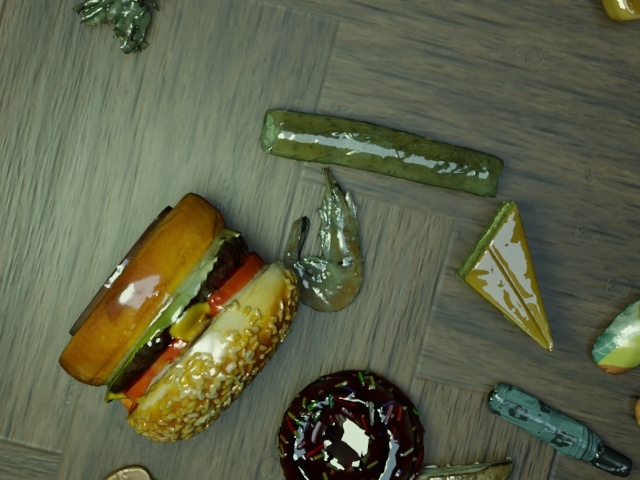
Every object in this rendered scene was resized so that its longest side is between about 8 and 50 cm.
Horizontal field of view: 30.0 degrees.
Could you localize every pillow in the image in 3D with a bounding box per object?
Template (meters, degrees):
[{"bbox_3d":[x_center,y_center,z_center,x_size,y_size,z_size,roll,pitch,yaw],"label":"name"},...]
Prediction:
[{"bbox_3d":[0.555,0.189,1.847,0.214,0.086,0.233,-33,97,10],"label":"pillow"}]

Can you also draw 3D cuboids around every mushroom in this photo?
[{"bbox_3d":[0.199,0.389,1.837,0.209,0.072,0.094,-4,99,-3],"label":"mushroom"}]

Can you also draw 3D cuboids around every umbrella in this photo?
[{"bbox_3d":[0.372,0.295,1.853,0.250,0.052,0.053,28,57,-3],"label":"umbrella"}]

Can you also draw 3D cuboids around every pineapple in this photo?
[{"bbox_3d":[-0.221,-0.443,1.738,0.175,0.175,0.361,27,100,-4],"label":"pineapple"}]

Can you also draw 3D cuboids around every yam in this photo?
[{"bbox_3d":[0.094,-0.134,1.804,0.371,0.083,0.083,10,92,-5],"label":"yam"}]

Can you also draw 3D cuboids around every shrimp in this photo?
[{"bbox_3d":[0.000,0.000,1.823,0.126,0.047,0.224,-4,95,7],"label":"shrimp"}]

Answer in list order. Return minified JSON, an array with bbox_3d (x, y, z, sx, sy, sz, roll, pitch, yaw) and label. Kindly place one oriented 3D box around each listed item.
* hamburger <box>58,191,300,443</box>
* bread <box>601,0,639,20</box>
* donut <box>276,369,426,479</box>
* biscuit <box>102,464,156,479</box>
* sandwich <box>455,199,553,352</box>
[{"bbox_3d":[-0.191,0.119,1.685,0.250,0.330,0.330,37,91,-5],"label":"hamburger"},{"bbox_3d":[0.441,-0.446,1.805,0.092,0.074,0.239,-21,95,-9],"label":"bread"},{"bbox_3d":[0.043,0.310,1.794,0.235,0.089,0.235,-2,81,10],"label":"donut"},{"bbox_3d":[-0.271,0.412,1.838,0.118,0.023,0.140,-16,93,-2],"label":"biscuit"},{"bbox_3d":[0.313,0.053,1.802,0.187,0.117,0.144,39,93,-3],"label":"sandwich"}]
